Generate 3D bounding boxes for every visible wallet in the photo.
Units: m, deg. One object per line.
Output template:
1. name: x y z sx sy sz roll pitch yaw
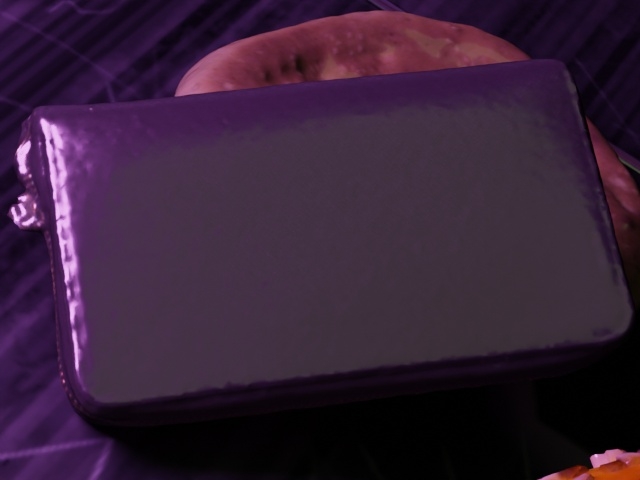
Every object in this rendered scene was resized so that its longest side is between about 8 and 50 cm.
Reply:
1. wallet: 0.000 0.000 0.730 0.250 0.044 0.149 -8 66 -11

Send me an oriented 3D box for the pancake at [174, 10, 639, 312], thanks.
1. pancake: 0.049 -0.038 0.829 0.242 0.050 0.242 14 45 -14

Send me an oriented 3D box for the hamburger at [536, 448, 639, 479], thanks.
1. hamburger: 0.128 0.194 0.525 0.300 0.176 0.300 3 42 -3
